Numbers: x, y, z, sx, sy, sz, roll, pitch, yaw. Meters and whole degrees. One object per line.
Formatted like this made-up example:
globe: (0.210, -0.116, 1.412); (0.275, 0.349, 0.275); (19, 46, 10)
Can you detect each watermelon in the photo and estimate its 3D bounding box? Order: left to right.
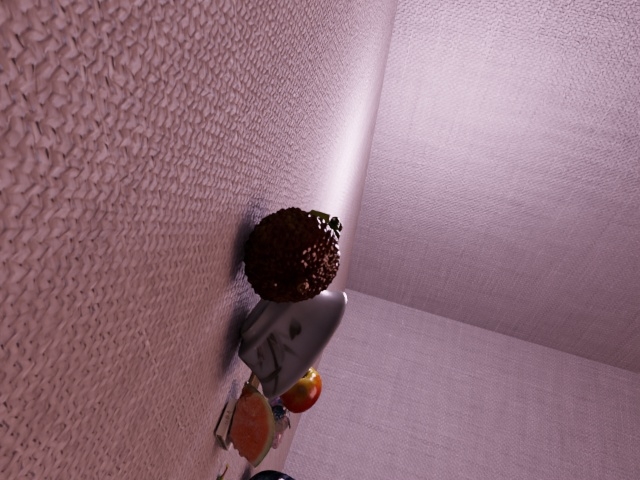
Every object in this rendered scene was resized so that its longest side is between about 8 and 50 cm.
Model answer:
watermelon: (-0.201, 0.527, 1.525); (0.146, 0.128, 0.231); (-176, -79, -79)

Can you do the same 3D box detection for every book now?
book: (-0.205, 0.435, 1.767); (0.138, 0.016, 0.198); (93, 15, -57)

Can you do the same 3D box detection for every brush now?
brush: (-0.310, 0.738, 1.617); (0.019, 0.021, 0.083); (17, 94, -80)

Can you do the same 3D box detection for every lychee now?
lychee: (-0.072, 0.031, 1.231); (0.271, 0.236, 0.236); (-111, -151, -60)

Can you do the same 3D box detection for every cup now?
cup: (-0.102, 0.230, 1.377); (0.347, 0.163, 0.347); (-49, -169, 13)

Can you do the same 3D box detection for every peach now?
peach: (-0.087, 0.639, 2.216); (0.190, 0.190, 0.192); (-62, 174, -56)

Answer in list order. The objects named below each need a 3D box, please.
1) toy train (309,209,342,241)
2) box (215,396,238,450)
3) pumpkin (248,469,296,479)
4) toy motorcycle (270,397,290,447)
toy train: (0.000, 0.000, 1.924); (0.090, 0.137, 0.225); (-69, 175, -59)
box: (-0.268, 0.545, 1.518); (0.198, 0.029, 0.109); (95, 13, -56)
pumpkin: (-0.165, 1.112, 2.098); (0.266, 0.363, 0.363); (-53, 161, -34)
toy motorcycle: (-0.188, 0.782, 2.242); (0.204, 0.108, 0.239); (93, -11, -72)
